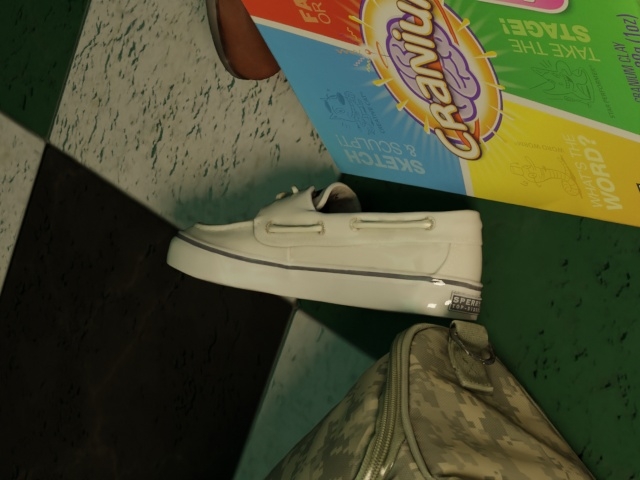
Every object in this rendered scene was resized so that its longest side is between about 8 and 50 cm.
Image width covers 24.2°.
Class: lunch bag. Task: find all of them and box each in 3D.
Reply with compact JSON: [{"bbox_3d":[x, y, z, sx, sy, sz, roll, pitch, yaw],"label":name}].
[{"bbox_3d":[0.043,0.231,0.965,0.305,0.213,0.256,-50,41,28],"label":"lunch bag"}]

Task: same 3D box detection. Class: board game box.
[{"bbox_3d":[0.095,-0.125,0.918,0.317,0.242,0.064,12,55,43],"label":"board game box"}]

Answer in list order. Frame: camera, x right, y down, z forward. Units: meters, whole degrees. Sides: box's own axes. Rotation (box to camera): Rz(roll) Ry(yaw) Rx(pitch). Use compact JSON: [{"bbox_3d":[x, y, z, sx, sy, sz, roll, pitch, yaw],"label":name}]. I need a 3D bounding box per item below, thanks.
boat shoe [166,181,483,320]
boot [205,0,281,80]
[{"bbox_3d":[0.000,0.000,1.084,0.268,0.096,0.088,7,88,41],"label":"boat shoe"},{"bbox_3d":[0.065,-0.200,1.068,0.280,0.096,0.264,28,103,29],"label":"boot"}]
